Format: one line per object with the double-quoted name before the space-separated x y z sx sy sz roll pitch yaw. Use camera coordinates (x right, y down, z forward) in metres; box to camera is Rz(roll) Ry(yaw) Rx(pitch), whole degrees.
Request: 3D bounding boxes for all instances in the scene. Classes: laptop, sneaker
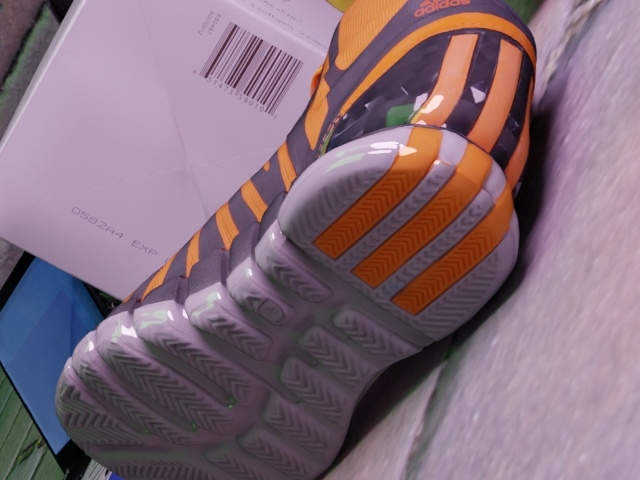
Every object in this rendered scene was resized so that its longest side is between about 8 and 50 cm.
"laptop" -0.236 0.161 1.342 0.234 0.136 0.264 -47 19 55
"sneaker" 0.000 0.000 0.809 0.321 0.124 0.180 -36 22 41

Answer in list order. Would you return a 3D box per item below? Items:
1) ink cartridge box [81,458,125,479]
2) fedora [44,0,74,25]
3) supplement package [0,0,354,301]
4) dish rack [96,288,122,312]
"ink cartridge box" -0.108 0.143 1.065 0.097 0.046 0.207 -64 12 -6
"fedora" -0.067 -0.271 1.369 0.152 0.334 0.334 20 81 48
"supplement package" -0.074 -0.095 1.080 0.198 0.199 0.263 -57 13 20
"dish rack" -0.132 0.018 1.403 0.271 0.074 0.208 -40 26 56
